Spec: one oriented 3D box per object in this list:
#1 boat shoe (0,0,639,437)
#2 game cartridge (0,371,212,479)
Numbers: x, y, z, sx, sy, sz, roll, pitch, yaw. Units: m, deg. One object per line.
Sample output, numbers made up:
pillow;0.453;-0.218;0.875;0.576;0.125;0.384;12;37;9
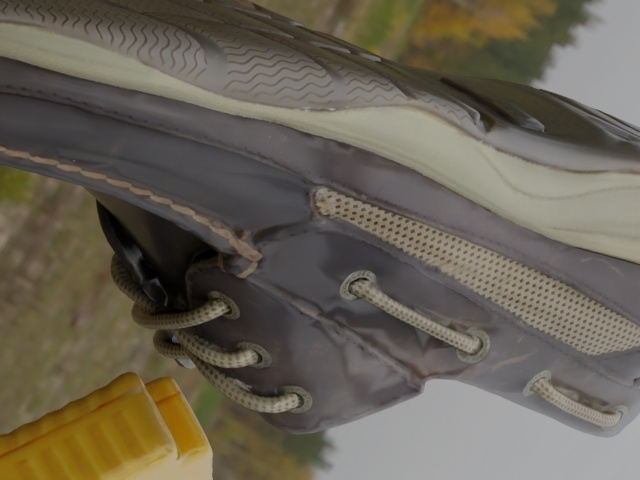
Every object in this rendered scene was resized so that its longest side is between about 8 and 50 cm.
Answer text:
boat shoe;0.000;0.000;0.599;0.132;0.355;0.130;40;-68;60
game cartridge;-0.197;0.178;0.792;0.324;0.052;0.285;-28;162;-14
